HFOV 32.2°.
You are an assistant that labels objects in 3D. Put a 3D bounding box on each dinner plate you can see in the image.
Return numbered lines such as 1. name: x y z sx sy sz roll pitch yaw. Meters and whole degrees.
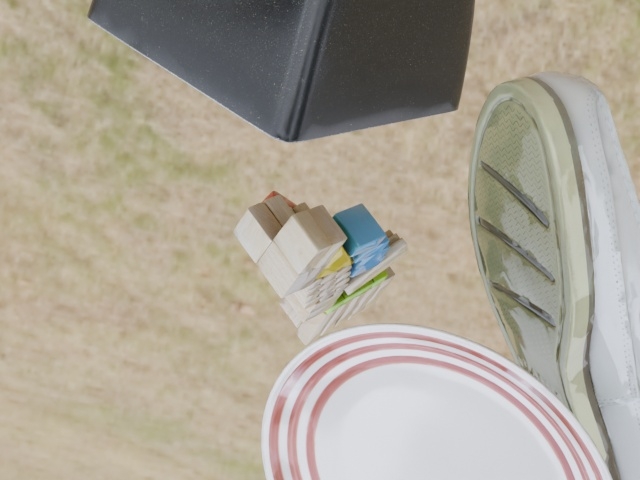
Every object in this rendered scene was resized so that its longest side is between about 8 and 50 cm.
1. dinner plate: 0.042 0.091 0.409 0.141 0.141 0.017 -2 -160 31

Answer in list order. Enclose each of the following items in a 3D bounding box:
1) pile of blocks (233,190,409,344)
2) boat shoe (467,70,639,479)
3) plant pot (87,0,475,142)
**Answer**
1. pile of blocks: 0.000 0.000 1.160 0.149 0.112 0.362 -35 166 -5
2. boat shoe: 0.159 0.039 0.611 0.103 0.113 0.302 -20 120 -10
3. plant pot: -0.005 -0.186 0.703 0.187 0.166 0.188 35 -149 29
